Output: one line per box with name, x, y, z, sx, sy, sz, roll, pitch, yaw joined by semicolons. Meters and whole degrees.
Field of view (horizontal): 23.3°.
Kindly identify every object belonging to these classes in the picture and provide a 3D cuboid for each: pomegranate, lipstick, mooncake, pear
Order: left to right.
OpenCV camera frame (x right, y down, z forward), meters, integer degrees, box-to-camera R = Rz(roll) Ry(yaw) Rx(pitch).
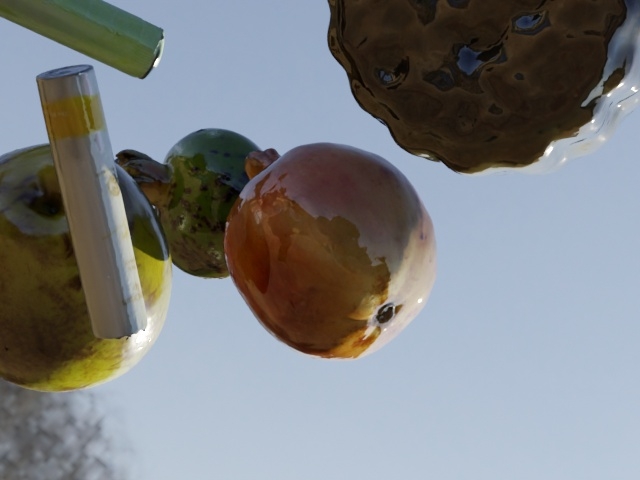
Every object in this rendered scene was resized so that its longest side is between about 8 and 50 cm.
lipstick;-0.334;-0.286;1.893;0.304;0.076;0.076;22;-16;-25
pear;-0.295;0.029;1.718;0.283;0.283;0.283;33;-25;18
lipstick;-0.218;-0.035;1.492;0.059;0.059;0.264;10;-65;49
pomegranate;-0.161;-0.056;2.045;0.247;0.202;0.202;12;-13;-25
pomegranate;0.000;0.000;1.782;0.270;0.229;0.252;47;-13;29
mooncake;0.149;-0.193;1.320;0.290;0.290;0.161;34;8;14
